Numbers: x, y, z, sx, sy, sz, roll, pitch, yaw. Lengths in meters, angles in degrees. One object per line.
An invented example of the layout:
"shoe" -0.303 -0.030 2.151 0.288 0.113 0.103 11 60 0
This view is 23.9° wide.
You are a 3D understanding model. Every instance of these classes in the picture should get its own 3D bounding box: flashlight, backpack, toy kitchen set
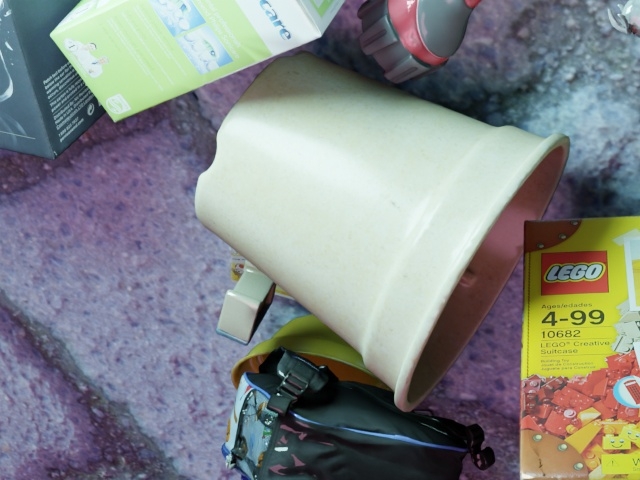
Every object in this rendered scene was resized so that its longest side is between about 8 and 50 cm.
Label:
"flashlight" 0.174 -0.259 1.485 0.304 0.103 0.103 -26 140 38
"backpack" 0.012 0.242 1.715 0.277 0.263 0.213 20 97 -19
"toy kitchen set" 0.002 0.091 1.782 0.207 0.166 0.122 21 134 8

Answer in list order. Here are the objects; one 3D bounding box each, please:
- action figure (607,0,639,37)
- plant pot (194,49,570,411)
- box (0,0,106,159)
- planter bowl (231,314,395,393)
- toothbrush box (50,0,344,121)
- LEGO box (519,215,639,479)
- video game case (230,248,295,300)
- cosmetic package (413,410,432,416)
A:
"action figure" 0.399 -0.160 1.417 0.285 0.185 0.099 22 120 -4
"plant pot" 0.050 -0.040 1.610 0.305 0.334 0.333 32 136 14
"box" -0.411 -0.287 1.652 0.343 0.179 0.312 12 132 27
"planter bowl" 0.003 0.154 1.909 0.217 0.090 0.217 10 150 6
"toothbrush box" -0.102 -0.259 1.539 0.283 0.206 0.122 -19 117 36
"LEGO box" 0.448 0.154 1.446 0.500 0.372 0.193 -2 129 10
"video game case" 0.000 0.000 1.840 0.227 0.026 0.206 15 133 12
"cosmetic package" 0.106 0.378 2.042 0.153 0.129 0.296 -4 126 29
